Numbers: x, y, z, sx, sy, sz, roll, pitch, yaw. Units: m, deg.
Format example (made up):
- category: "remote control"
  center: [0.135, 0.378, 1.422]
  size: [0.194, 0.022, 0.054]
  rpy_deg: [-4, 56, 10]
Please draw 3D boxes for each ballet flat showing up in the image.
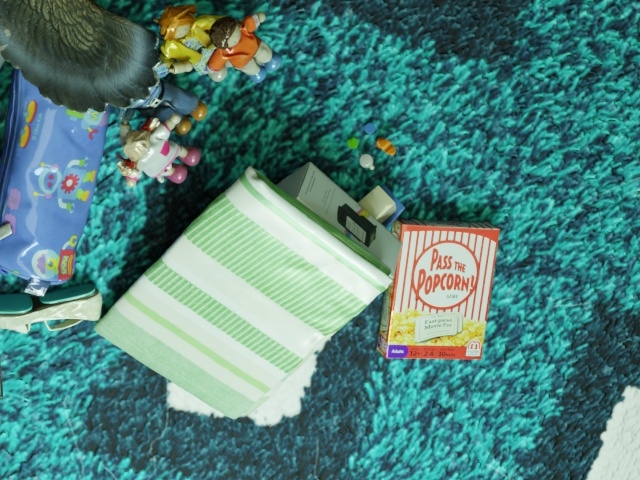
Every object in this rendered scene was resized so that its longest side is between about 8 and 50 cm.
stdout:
- category: "ballet flat"
  center: [-0.362, 0.095, 1.443]
  size: [0.168, 0.057, 0.052]
  rpy_deg: [-7, 115, -13]

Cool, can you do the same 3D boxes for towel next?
- category: "towel"
  center: [-0.099, 0.079, 1.452]
  size: [0.248, 0.038, 0.325]
  rpy_deg: [36, 119, -18]

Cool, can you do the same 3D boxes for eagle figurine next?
- category: "eagle figurine"
  center: [-0.285, -0.296, 1.203]
  size: [0.298, 0.225, 0.226]
  rpy_deg: [37, 104, -30]

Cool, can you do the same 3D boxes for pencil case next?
- category: "pencil case"
  center: [-0.332, -0.095, 1.362]
  size: [0.133, 0.119, 0.306]
  rpy_deg: [-1, 108, -58]

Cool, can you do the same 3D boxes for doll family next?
- category: "doll family"
  center: [-0.179, -0.194, 1.365]
  size: [0.118, 0.163, 0.263]
  rpy_deg: [41, 95, 22]

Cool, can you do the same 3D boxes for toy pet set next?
- category: "toy pet set"
  center: [0.061, -0.072, 1.526]
  size: [0.122, 0.065, 0.114]
  rpy_deg: [-41, 76, -5]

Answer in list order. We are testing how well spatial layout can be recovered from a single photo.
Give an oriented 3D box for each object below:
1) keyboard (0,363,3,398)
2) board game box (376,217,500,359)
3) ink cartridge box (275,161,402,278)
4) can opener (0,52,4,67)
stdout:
- category: "keyboard"
  center: [-0.500, 0.186, 1.445]
  size: [0.180, 0.023, 0.108]
  rpy_deg: [-5, 99, -13]
- category: "board game box"
  center: [0.164, 0.068, 1.585]
  size: [0.146, 0.045, 0.193]
  rpy_deg: [2, 103, -16]
- category: "ink cartridge box"
  center: [0.000, 0.000, 1.476]
  size: [0.175, 0.072, 0.127]
  rpy_deg: [40, 133, -21]
- category: "can opener"
  center: [-0.416, -0.165, 1.334]
  size: [0.095, 0.076, 0.283]
  rpy_deg: [16, 117, -51]
